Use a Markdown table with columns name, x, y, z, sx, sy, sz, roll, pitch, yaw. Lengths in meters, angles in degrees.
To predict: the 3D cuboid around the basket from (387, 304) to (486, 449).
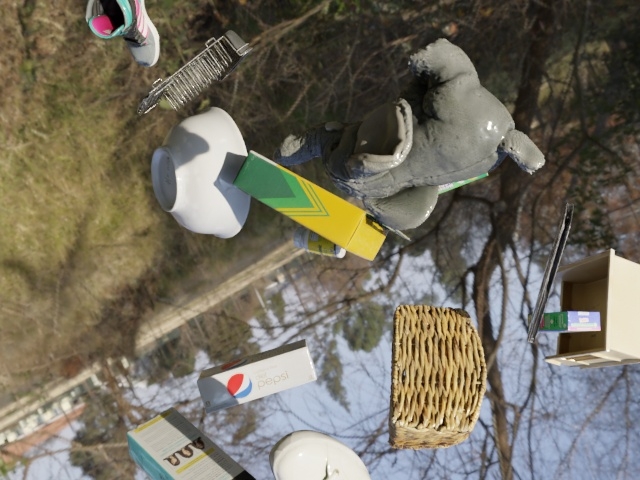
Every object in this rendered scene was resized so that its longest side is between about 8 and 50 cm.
| name | x | y | z | sx | sy | sz | roll | pitch | yaw |
| --- | --- | --- | --- | --- | --- | --- | --- | --- | --- |
| basket | 0.271 | 0.327 | 1.423 | 0.213 | 0.299 | 0.223 | 2 | 148 | 6 |

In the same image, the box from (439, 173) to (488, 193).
| name | x | y | z | sx | sy | sz | roll | pitch | yaw |
| --- | --- | --- | --- | --- | --- | --- | --- | --- | --- |
| box | 0.297 | -0.161 | 1.339 | 0.179 | 0.043 | 0.105 | -22 | -150 | 23 |

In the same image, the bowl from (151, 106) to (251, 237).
| name | x | y | z | sx | sy | sz | roll | pitch | yaw |
| --- | --- | --- | --- | --- | --- | --- | --- | --- | --- |
| bowl | -0.282 | -0.140 | 1.330 | 0.134 | 0.298 | 0.298 | -12 | 173 | -36 |

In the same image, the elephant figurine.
| name | x | y | z | sx | sy | sz | roll | pitch | yaw |
| --- | --- | --- | --- | --- | --- | --- | --- | --- | --- |
| elephant figurine | 0.082 | -0.097 | 0.688 | 0.239 | 0.169 | 0.186 | -35 | -168 | 6 |

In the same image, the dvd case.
| name | x | y | z | sx | sy | sz | roll | pitch | yaw |
| --- | --- | --- | --- | --- | --- | --- | --- | --- | --- |
| dvd case | 0.411 | 0.054 | 1.081 | 0.018 | 0.221 | 0.164 | 17 | -158 | 19 |

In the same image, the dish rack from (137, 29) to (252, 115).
| name | x | y | z | sx | sy | sz | roll | pitch | yaw |
| --- | --- | --- | --- | --- | --- | --- | --- | --- | --- |
| dish rack | -0.296 | -0.366 | 1.383 | 0.271 | 0.074 | 0.208 | -43 | -167 | -17 |

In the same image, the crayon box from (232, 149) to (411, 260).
| name | x | y | z | sx | sy | sz | roll | pitch | yaw |
| --- | --- | --- | --- | --- | --- | --- | --- | --- | --- |
| crayon box | 0.007 | -0.054 | 1.210 | 0.083 | 0.323 | 0.203 | -62 | 159 | 2 |

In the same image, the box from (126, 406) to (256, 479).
| name | x | y | z | sx | sy | sz | roll | pitch | yaw |
| --- | --- | --- | --- | --- | --- | --- | --- | --- | --- |
| box | -0.228 | 0.395 | 1.055 | 0.244 | 0.060 | 0.100 | 26 | -146 | 36 |

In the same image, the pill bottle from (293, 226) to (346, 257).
| name | x | y | z | sx | sy | sz | roll | pitch | yaw |
| --- | --- | --- | --- | --- | --- | --- | --- | --- | --- |
| pill bottle | 0.000 | 0.000 | 1.386 | 0.116 | 0.065 | 0.065 | 9 | -165 | 20 |

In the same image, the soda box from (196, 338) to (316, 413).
| name | x | y | z | sx | sy | sz | roll | pitch | yaw |
| --- | --- | --- | --- | --- | --- | --- | --- | --- | --- |
| soda box | -0.120 | 0.256 | 1.149 | 0.216 | 0.069 | 0.074 | -17 | -176 | -2 |

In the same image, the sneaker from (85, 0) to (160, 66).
| name | x | y | z | sx | sy | sz | roll | pitch | yaw |
| --- | --- | --- | --- | --- | --- | --- | --- | --- | --- |
| sneaker | -0.518 | -0.560 | 1.592 | 0.123 | 0.296 | 0.178 | 10 | -132 | 14 |

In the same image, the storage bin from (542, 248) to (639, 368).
| name | x | y | z | sx | sy | sz | roll | pitch | yaw |
| --- | --- | --- | --- | --- | --- | --- | --- | --- | --- |
| storage bin | 0.715 | 0.192 | 1.602 | 0.123 | 0.262 | 0.260 | 17 | 159 | -14 |

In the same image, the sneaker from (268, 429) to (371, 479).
| name | x | y | z | sx | sy | sz | roll | pitch | yaw |
| --- | --- | --- | --- | --- | --- | --- | --- | --- | --- |
| sneaker | 0.049 | 0.368 | 0.813 | 0.106 | 0.290 | 0.123 | -44 | -158 | -7 |

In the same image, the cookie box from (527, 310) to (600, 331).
| name | x | y | z | sx | sy | sz | roll | pitch | yaw |
| --- | --- | --- | --- | --- | --- | --- | --- | --- | --- |
| cookie box | 0.495 | 0.167 | 1.233 | 0.091 | 0.040 | 0.107 | 5 | 168 | -25 |
